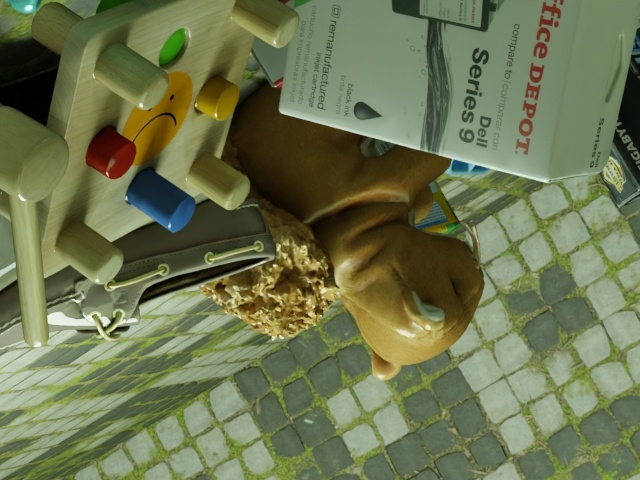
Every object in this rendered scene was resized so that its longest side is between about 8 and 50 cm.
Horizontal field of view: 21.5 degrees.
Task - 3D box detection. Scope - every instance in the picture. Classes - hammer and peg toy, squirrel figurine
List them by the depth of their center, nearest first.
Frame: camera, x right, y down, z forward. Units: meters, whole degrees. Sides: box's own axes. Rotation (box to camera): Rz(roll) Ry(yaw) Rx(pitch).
[{"bbox_3d":[-0.184,-0.086,1.432,0.361,0.127,0.266,-33,150,-47],"label":"hammer and peg toy"},{"bbox_3d":[0.000,0.000,2.016,0.397,0.370,0.281,-23,168,-33],"label":"squirrel figurine"}]

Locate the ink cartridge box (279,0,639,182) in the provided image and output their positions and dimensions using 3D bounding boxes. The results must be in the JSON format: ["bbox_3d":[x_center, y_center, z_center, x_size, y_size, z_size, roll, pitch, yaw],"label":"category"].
[{"bbox_3d":[0.124,-0.188,1.518,0.289,0.211,0.121,17,-165,31],"label":"ink cartridge box"}]

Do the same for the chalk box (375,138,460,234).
[{"bbox_3d":[0.029,-0.016,2.567,0.289,0.179,0.180,-38,167,38],"label":"chalk box"}]

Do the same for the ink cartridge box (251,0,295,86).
[{"bbox_3d":[0.004,-0.219,1.753,0.127,0.072,0.175,-32,178,12],"label":"ink cartridge box"}]

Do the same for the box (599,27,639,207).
[{"bbox_3d":[0.475,-0.231,2.425,0.293,0.296,0.073,-23,168,-29],"label":"box"}]

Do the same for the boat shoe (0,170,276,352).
[{"bbox_3d":[-0.198,0.040,1.675,0.324,0.097,0.116,-26,169,-20],"label":"boat shoe"}]

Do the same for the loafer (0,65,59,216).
[{"bbox_3d":[-0.325,-0.083,1.487,0.366,0.134,0.130,-31,154,-50],"label":"loafer"}]

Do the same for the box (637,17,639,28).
[{"bbox_3d":[0.298,-0.310,1.734,0.322,0.079,0.257,-30,-150,18],"label":"box"}]

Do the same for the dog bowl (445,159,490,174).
[{"bbox_3d":[0.234,-0.172,2.535,0.166,0.074,0.297,-53,162,17],"label":"dog bowl"}]

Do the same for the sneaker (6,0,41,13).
[{"bbox_3d":[-0.127,-0.243,1.226,0.275,0.110,0.107,-26,169,-21],"label":"sneaker"}]

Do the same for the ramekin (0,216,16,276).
[{"bbox_3d":[-0.303,-0.020,1.754,0.277,0.135,0.277,-29,169,-6],"label":"ramekin"}]

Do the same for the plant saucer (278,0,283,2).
[{"bbox_3d":[-0.053,-0.246,1.681,0.083,0.015,0.083,-29,170,-6],"label":"plant saucer"}]
